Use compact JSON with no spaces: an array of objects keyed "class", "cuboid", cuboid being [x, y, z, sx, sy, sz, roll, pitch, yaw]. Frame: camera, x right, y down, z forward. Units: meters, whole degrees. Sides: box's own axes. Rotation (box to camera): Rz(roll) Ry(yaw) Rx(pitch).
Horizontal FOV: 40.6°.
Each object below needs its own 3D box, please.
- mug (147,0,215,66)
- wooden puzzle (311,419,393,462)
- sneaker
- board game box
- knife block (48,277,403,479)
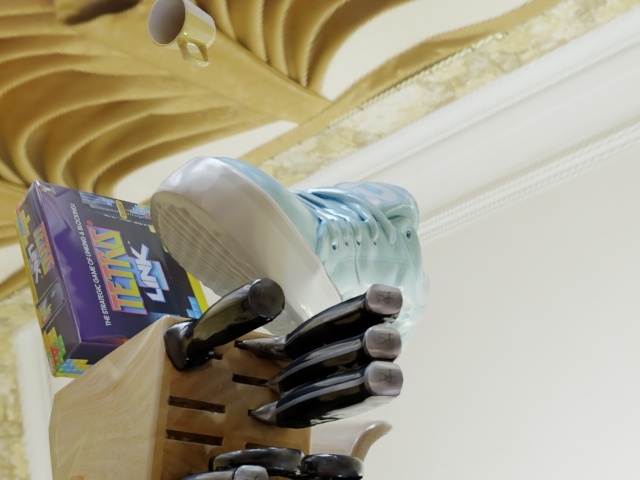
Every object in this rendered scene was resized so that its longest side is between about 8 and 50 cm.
[{"class":"mug","cuboid":[-0.155,-0.238,0.995,0.062,0.064,0.078,4,-94,35]},{"class":"wooden puzzle","cuboid":[-0.074,0.333,0.844,0.347,0.080,0.322,-58,-164,-24]},{"class":"sneaker","cuboid":[0.000,0.000,0.643,0.135,0.366,0.150,27,-101,22]},{"class":"board game box","cuboid":[-0.168,0.036,0.725,0.048,0.141,0.170,-46,-128,26]},{"class":"knife block","cuboid":[-0.061,0.085,0.462,0.242,0.088,0.275,-66,-152,16]}]
